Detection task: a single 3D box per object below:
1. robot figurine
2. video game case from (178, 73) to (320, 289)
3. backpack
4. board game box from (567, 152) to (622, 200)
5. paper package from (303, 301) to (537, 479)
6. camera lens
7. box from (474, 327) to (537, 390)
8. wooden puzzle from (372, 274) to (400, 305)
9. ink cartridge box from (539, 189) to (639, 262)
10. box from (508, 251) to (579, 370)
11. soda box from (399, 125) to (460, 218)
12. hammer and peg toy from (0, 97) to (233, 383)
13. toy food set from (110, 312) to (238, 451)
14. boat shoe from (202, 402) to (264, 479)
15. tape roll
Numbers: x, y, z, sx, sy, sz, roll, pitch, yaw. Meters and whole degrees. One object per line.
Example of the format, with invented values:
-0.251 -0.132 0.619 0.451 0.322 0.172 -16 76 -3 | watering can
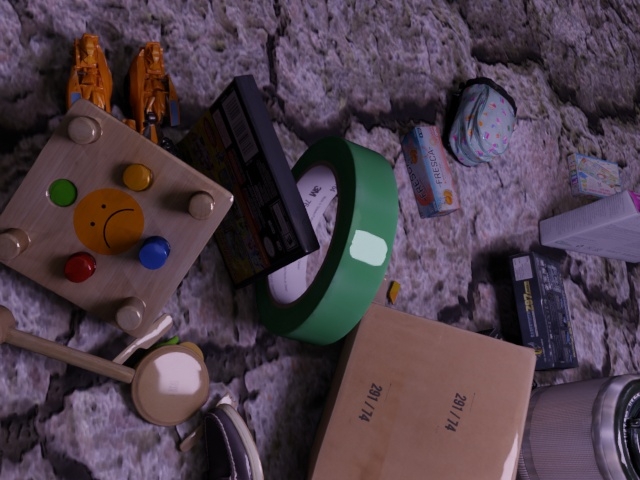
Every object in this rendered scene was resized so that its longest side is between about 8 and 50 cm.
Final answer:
-0.313 -0.176 1.075 0.211 0.085 0.290 -2 76 -28 | robot figurine
-0.121 -0.079 1.056 0.035 0.248 0.274 -19 85 -35 | video game case
0.347 -0.250 1.457 0.152 0.115 0.182 35 63 -19 | backpack
0.678 -0.151 1.666 0.154 0.026 0.103 8 71 -28 | board game box
0.156 0.298 1.088 0.310 0.168 0.324 16 64 5 | paper package
0.454 0.347 1.138 0.220 0.274 0.219 12 67 -30 | camera lens
0.306 0.281 1.289 0.180 0.078 0.147 -41 97 -33 | box
0.096 0.089 1.269 0.116 0.014 0.078 27 59 -20 | wooden puzzle
0.714 -0.034 1.471 0.324 0.330 0.071 10 70 -28 | ink cartridge box
0.461 0.150 1.390 0.183 0.059 0.232 13 67 -53 | box
0.223 -0.139 1.385 0.063 0.058 0.183 -8 78 -31 | soda box
-0.317 0.021 0.951 0.266 0.127 0.361 32 93 -14 | hammer and peg toy
-0.228 0.218 1.035 0.132 0.039 0.192 -42 108 -27 | toy food set
-0.137 0.388 0.991 0.092 0.103 0.285 -9 87 -34 | boat shoe
0.000 0.000 1.057 0.077 0.321 0.321 18 67 -25 | tape roll
